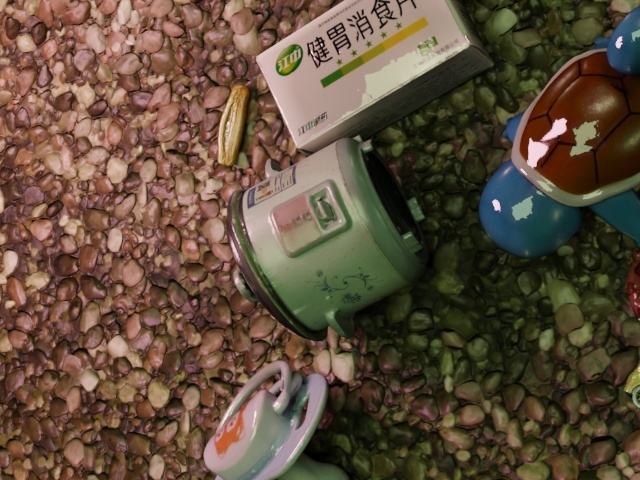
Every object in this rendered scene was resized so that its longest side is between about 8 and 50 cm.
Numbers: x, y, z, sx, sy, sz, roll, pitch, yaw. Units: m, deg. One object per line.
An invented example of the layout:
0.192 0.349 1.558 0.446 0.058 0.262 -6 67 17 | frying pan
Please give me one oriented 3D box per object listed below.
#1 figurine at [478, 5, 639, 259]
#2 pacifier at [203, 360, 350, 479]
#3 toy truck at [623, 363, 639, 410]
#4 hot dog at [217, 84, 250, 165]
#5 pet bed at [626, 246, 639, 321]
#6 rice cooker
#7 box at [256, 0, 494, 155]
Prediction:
0.401 -0.150 1.755 0.298 0.243 0.416 42 120 18 | figurine
-0.047 0.343 1.934 0.233 0.244 0.299 40 118 -11 | pacifier
0.533 0.211 1.736 0.191 0.085 0.116 23 85 22 | toy truck
-0.149 -0.194 2.079 0.044 0.028 0.137 9 93 -3 | hot dog
0.523 0.055 1.741 0.201 0.053 0.201 -17 56 27 | pet bed
0.000 0.000 1.880 0.316 0.264 0.317 -2 84 19 | rice cooker
0.080 -0.277 1.929 0.332 0.145 0.173 -29 74 19 | box
